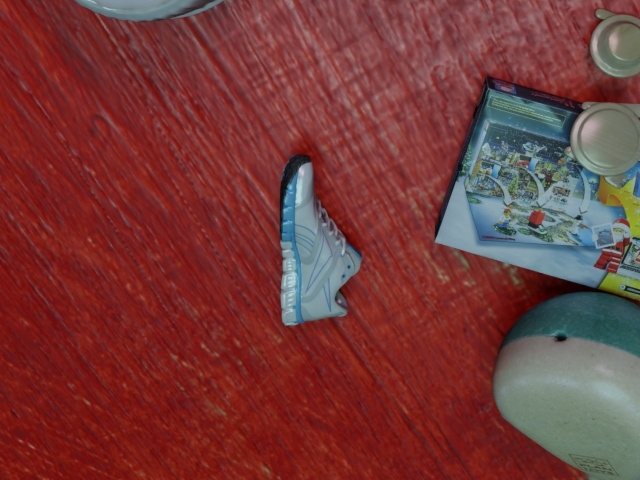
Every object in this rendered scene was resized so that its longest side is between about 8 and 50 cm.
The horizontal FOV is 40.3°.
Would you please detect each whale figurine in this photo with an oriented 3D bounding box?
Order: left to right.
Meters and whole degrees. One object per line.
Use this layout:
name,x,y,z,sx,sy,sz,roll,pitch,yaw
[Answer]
whale figurine,0.284,0.155,0.866,0.216,0.141,0.272,-1,141,39

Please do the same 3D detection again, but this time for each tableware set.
tableware set,0.292,-0.121,0.748,0.141,0.020,0.168,14,89,1

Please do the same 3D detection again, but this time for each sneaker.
sneaker,0.000,0.000,0.864,0.083,0.071,0.190,0,124,2

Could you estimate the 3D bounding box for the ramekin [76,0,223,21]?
ramekin,-0.150,-0.281,0.721,0.207,0.109,0.207,3,115,7

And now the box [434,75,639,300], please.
box,0.241,-0.043,0.812,0.233,0.044,0.159,16,116,1
